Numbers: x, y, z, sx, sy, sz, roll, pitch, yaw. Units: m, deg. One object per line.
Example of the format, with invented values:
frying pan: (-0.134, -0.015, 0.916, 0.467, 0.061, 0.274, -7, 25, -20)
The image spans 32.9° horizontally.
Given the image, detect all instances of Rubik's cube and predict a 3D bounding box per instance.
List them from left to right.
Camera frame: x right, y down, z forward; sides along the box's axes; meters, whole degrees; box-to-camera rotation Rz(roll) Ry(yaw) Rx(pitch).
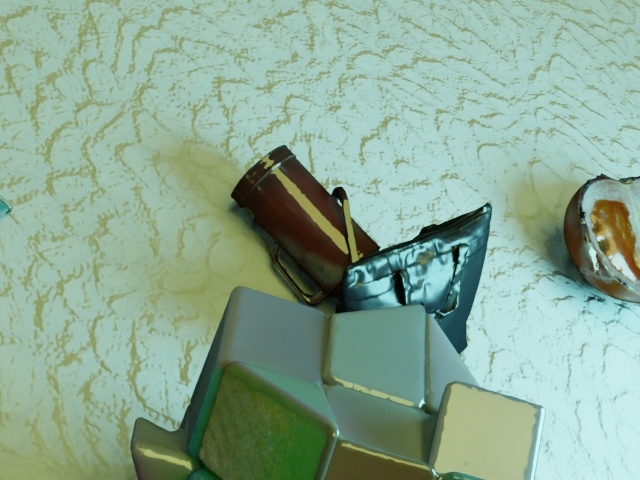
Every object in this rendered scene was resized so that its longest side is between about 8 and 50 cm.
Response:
Rubik's cube: (0.002, 0.244, 0.938, 0.358, 0.387, 0.368, 16, 38, -8)

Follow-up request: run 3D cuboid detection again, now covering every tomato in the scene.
tomato: (0.428, 0.013, 1.543, 0.228, 0.112, 0.199, 2, 64, -31)

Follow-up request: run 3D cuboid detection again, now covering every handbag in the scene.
handbag: (0.104, 0.080, 1.248, 0.254, 0.211, 0.088, -21, 39, -39)

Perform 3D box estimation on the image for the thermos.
thermos: (-0.001, 0.001, 1.312, 0.124, 0.099, 0.232, -41, 83, -12)

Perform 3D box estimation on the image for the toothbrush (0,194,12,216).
toothbrush: (-0.443, -0.112, 1.179, 0.263, 0.022, 0.026, 39, 34, 0)
